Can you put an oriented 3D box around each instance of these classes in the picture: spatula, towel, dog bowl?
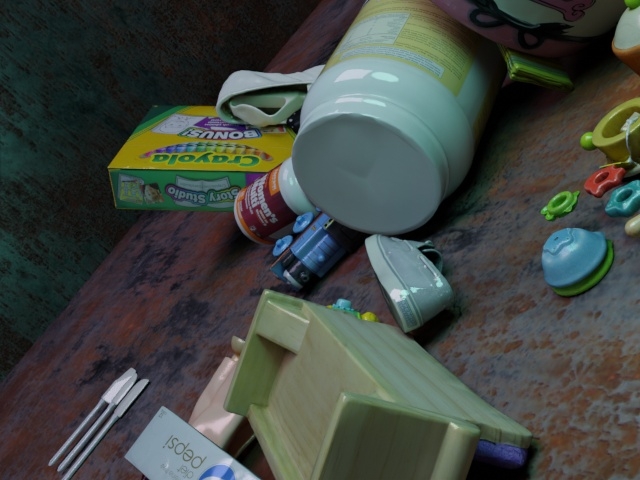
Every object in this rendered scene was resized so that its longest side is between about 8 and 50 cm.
[{"bbox_3d":[-0.422,0.348,1.651,0.242,0.019,0.168,-53,24,-14],"label":"spatula"},{"bbox_3d":[0.259,-0.291,1.174,0.021,0.102,0.237,-53,39,39],"label":"towel"},{"bbox_3d":[0.257,-0.407,1.152,0.150,0.408,0.408,-56,8,42],"label":"dog bowl"}]

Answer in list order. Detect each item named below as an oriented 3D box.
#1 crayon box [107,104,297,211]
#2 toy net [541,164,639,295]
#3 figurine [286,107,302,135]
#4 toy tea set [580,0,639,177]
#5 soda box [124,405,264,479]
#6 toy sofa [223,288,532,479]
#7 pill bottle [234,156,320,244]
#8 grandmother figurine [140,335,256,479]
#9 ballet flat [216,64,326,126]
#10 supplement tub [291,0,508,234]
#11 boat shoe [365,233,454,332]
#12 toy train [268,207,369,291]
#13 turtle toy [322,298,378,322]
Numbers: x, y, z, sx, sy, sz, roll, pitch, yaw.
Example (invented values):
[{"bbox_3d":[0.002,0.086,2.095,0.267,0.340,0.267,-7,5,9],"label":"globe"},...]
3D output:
[{"bbox_3d":[-0.210,-0.174,1.794,0.363,0.106,0.313,2,30,7],"label":"crayon box"},{"bbox_3d":[0.299,-0.034,0.787,0.232,0.045,0.122,-29,23,40],"label":"toy net"},{"bbox_3d":[0.061,-0.206,1.492,0.209,0.215,0.092,-161,70,-74],"label":"figurine"},{"bbox_3d":[0.375,-0.185,0.795,0.200,0.124,0.336,-56,20,-25],"label":"toy tea set"},{"bbox_3d":[-0.115,0.261,0.926,0.216,0.069,0.074,22,69,46],"label":"soda box"},{"bbox_3d":[0.033,0.175,0.825,0.362,0.177,0.150,-144,72,-72],"label":"toy sofa"},{"bbox_3d":[-0.047,-0.080,1.535,0.221,0.121,0.121,-28,26,46],"label":"pill bottle"},{"bbox_3d":[-0.160,0.284,1.068,0.342,0.104,0.208,-55,15,-15],"label":"grandmother figurine"},{"bbox_3d":[-0.036,-0.269,1.722,0.400,0.139,0.139,5,47,29],"label":"ballet flat"},{"bbox_3d":[0.115,-0.192,1.212,0.241,0.241,0.331,-28,25,45],"label":"supplement tub"},{"bbox_3d":[0.108,0.040,1.028,0.081,0.079,0.227,-21,18,1],"label":"boat shoe"},{"bbox_3d":[0.000,0.000,1.335,0.184,0.080,0.105,-45,24,4],"label":"toy train"},{"bbox_3d":[0.006,0.117,1.051,0.095,0.066,0.130,-35,5,33],"label":"turtle toy"}]
